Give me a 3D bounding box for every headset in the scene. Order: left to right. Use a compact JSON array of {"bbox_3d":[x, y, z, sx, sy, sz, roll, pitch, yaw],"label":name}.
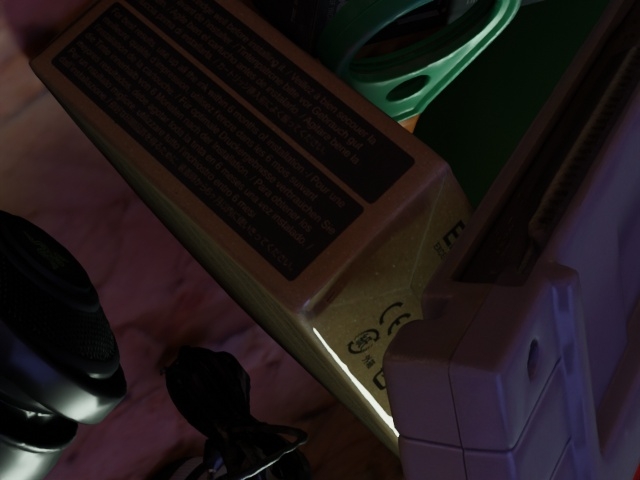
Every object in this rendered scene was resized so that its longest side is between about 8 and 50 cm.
[{"bbox_3d":[-0.180,0.079,0.767,0.394,0.185,0.243,11,116,-32],"label":"headset"}]

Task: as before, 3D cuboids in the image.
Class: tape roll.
[{"bbox_3d":[0.181,-0.037,1.016,0.321,0.077,0.321,-26,141,-23],"label":"tape roll"}]

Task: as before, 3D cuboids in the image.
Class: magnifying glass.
[{"bbox_3d":[0.038,-0.072,0.805,0.092,0.026,0.231,-22,166,-13],"label":"magnifying glass"}]

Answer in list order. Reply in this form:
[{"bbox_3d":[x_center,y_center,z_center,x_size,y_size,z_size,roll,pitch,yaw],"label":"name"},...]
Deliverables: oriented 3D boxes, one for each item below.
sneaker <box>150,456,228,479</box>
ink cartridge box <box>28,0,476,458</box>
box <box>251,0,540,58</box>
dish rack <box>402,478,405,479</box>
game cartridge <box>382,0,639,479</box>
[{"bbox_3d":[-0.096,0.236,1.025,0.228,0.086,0.132,-49,147,7],"label":"sneaker"},{"bbox_3d":[0.000,0.000,0.772,0.088,0.193,0.234,-44,146,-5],"label":"ink cartridge box"},{"bbox_3d":[0.071,-0.203,0.744,0.183,0.059,0.232,-17,138,-28],"label":"box"},{"bbox_3d":[0.029,0.221,1.042,0.333,0.072,0.285,-41,177,-15],"label":"dish rack"},{"bbox_3d":[0.131,0.043,0.756,0.355,0.068,0.230,-54,136,-48],"label":"game cartridge"}]
